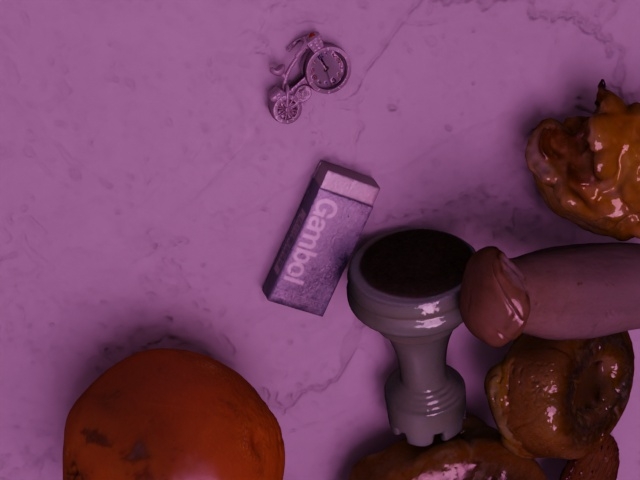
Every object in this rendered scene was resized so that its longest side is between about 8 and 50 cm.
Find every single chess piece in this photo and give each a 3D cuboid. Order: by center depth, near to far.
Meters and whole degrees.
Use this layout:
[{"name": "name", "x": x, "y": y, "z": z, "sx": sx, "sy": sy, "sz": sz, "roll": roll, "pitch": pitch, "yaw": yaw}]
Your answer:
[{"name": "chess piece", "x": 0.144, "y": 0.150, "z": 1.666, "sx": 0.194, "sy": 0.194, "sz": 0.299, "roll": -14, "pitch": 125, "yaw": -8}]

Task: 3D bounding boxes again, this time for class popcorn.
[{"name": "popcorn", "x": 0.405, "y": -0.100, "z": 1.620, "sx": 0.253, "sy": 0.190, "sz": 0.191, "roll": 19, "pitch": 77, "yaw": -11}]

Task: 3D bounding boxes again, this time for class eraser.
[{"name": "eraser", "x": 0.000, "y": 0.000, "z": 1.624, "sx": 0.092, "sy": 0.046, "sz": 0.212, "roll": 17, "pitch": 108, "yaw": -21}]

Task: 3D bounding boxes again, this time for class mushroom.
[{"name": "mushroom", "x": 0.361, "y": 0.069, "z": 1.570, "sx": 0.407, "sy": 0.154, "sz": 0.137, "roll": 1, "pitch": 100, "yaw": -30}]

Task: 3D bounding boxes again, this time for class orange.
[{"name": "orange", "x": -0.198, "y": 0.301, "z": 1.568, "sx": 0.312, "sy": 0.312, "sz": 0.312, "roll": -6, "pitch": 115, "yaw": -12}]

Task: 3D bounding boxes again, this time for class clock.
[{"name": "clock", "x": -0.023, "y": -0.215, "z": 1.526, "sx": 0.129, "sy": 0.041, "sz": 0.087, "roll": -43, "pitch": 121, "yaw": 1}]

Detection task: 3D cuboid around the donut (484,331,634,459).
[{"name": "donut", "x": 0.366, "y": 0.213, "z": 1.721, "sx": 0.261, "sy": 0.128, "sz": 0.208, "roll": -45, "pitch": 120, "yaw": -33}]

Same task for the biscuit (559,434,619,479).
[{"name": "biscuit", "x": 0.430, "y": 0.398, "z": 1.878, "sx": 0.188, "sy": 0.027, "sz": 0.188, "roll": -21, "pitch": 120, "yaw": -42}]

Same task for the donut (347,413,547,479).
[{"name": "donut", "x": 0.188, "y": 0.448, "z": 1.793, "sx": 0.360, "sy": 0.170, "sz": 0.360, "roll": -5, "pitch": 108, "yaw": -14}]
